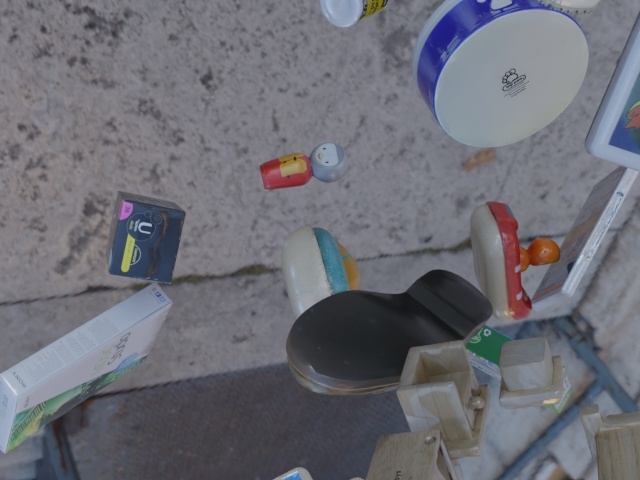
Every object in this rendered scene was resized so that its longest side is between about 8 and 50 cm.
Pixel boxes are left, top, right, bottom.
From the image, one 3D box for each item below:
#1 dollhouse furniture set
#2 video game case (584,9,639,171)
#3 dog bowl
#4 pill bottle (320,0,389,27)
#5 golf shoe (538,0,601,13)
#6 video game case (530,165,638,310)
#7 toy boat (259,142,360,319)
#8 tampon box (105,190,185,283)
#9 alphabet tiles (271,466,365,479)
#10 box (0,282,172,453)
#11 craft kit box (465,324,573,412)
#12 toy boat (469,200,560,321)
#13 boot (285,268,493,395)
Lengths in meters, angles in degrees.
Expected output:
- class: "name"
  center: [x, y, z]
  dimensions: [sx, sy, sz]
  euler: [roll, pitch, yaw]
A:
- class: "dollhouse furniture set"
  center: [0.220, 0.191, 0.530]
  dimensions: [0.355, 0.303, 0.174]
  euler: [-12, 114, 22]
- class: "video game case"
  center: [0.395, -0.169, 0.609]
  dimensions: [0.300, 0.036, 0.329]
  euler: [19, 108, 2]
- class: "dog bowl"
  center: [0.287, -0.282, 1.364]
  dimensions: [0.265, 0.104, 0.265]
  euler: [-11, 136, -10]
- class: "pill bottle"
  center: [0.056, -0.335, 1.155]
  dimensions: [0.116, 0.065, 0.065]
  euler: [-39, 152, -44]
- class: "golf shoe"
  center: [0.236, -0.303, 0.881]
  dimensions: [0.176, 0.069, 0.086]
  euler: [26, 142, -17]
- class: "video game case"
  center: [0.485, -0.007, 1.566]
  dimensions: [0.285, 0.025, 0.204]
  euler: [-58, 176, -11]
- class: "toy boat"
  center: [0.000, 0.000, 1.442]
  dimensions: [0.148, 0.267, 0.318]
  euler: [-13, 101, -4]
- class: "tampon box"
  center: [-0.289, -0.008, 1.388]
  dimensions: [0.101, 0.161, 0.120]
  euler: [11, 95, -17]
- class: "alphabet tiles"
  center: [-0.022, 0.467, 1.204]
  dimensions: [0.278, 0.284, 0.021]
  euler: [-26, 142, -11]
- class: "box"
  center: [-0.419, 0.221, 1.487]
  dimensions: [0.322, 0.058, 0.232]
  euler: [-32, 164, -39]
- class: "craft kit box"
  center: [0.286, 0.188, 1.404]
  dimensions: [0.061, 0.250, 0.246]
  euler: [-60, 154, -3]
- class: "toy boat"
  center: [0.362, 0.036, 1.554]
  dimensions: [0.151, 0.151, 0.231]
  euler: [-11, 123, 2]
- class: "boot"
  center: [0.061, 0.112, 0.815]
  dimensions: [0.305, 0.112, 0.115]
  euler: [-8, 136, -55]
